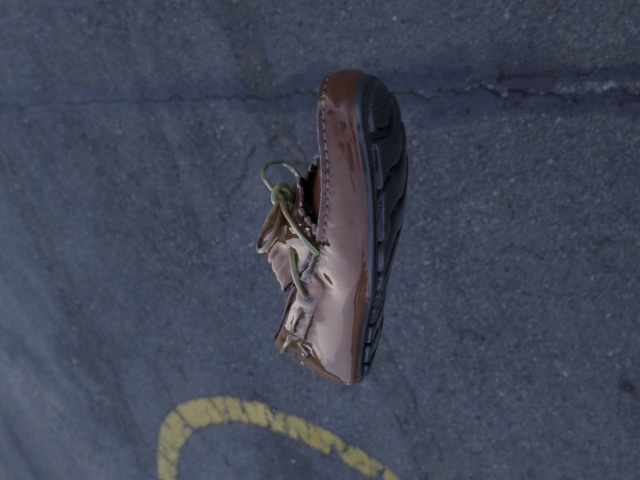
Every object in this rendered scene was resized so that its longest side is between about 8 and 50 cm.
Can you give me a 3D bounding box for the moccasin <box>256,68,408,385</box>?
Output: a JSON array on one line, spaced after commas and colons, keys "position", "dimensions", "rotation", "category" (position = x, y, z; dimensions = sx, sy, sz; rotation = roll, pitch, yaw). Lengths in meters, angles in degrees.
[{"position": [0.001, -0.003, 0.794], "dimensions": [0.147, 0.139, 0.380], "rotation": [14, 146, 7], "category": "moccasin"}]
